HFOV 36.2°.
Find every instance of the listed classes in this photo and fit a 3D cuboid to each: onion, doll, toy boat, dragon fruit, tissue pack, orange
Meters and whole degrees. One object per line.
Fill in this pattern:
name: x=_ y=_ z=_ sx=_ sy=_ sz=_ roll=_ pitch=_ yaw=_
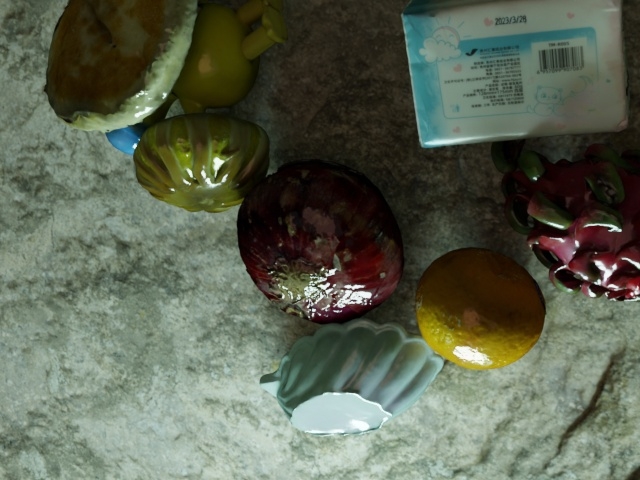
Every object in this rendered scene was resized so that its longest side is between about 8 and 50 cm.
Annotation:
onion: x=0.000 y=0.000 z=1.379 sx=0.247 sy=0.190 sz=0.246 roll=9 pitch=127 yaw=12
doll: x=-0.192 y=-0.249 z=1.427 sx=0.363 sy=0.145 sz=0.199 roll=-27 pitch=53 yaw=32
toy boat: x=0.038 y=0.213 z=1.427 sx=0.290 sy=0.100 sz=0.199 roll=-24 pitch=128 yaw=39
dragon fruit: x=0.344 y=-0.025 z=1.259 sx=0.273 sy=0.218 sz=0.198 roll=7 pitch=68 yaw=22
tissue pack: x=0.252 y=-0.233 z=1.252 sx=0.271 sy=0.124 sz=0.201 roll=-2 pitch=121 yaw=19
orange: x=0.216 y=0.093 z=1.335 sx=0.177 sy=0.177 sz=0.155 roll=44 pitch=125 yaw=5

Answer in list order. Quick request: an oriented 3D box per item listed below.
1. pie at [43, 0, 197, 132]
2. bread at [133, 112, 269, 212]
pie: x=-0.281 y=-0.311 z=1.380 sx=0.339 sy=0.077 sz=0.338 roll=-16 pitch=65 yaw=38
bread: x=-0.169 y=-0.104 z=1.400 sx=0.214 sy=0.213 sz=0.104 roll=-7 pitch=70 yaw=21
